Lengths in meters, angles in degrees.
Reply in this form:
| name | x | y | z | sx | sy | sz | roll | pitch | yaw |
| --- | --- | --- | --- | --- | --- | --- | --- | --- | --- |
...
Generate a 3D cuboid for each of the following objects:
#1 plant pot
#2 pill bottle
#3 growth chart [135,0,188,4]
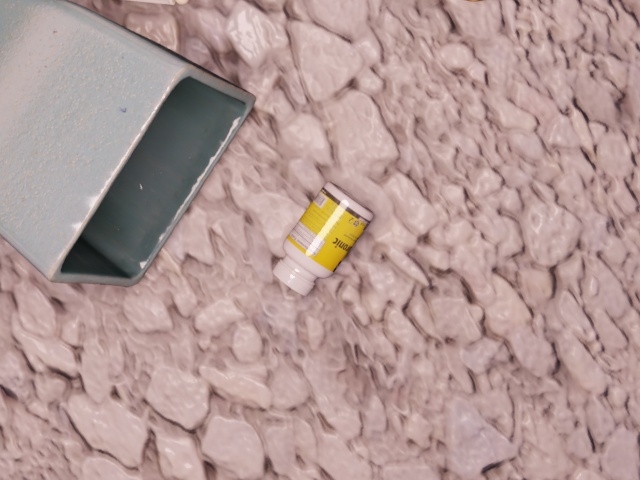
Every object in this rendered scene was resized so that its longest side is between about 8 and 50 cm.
| name | x | y | z | sx | sy | sz | roll | pitch | yaw |
| --- | --- | --- | --- | --- | --- | --- | --- | --- | --- |
| plant pot | -0.260 | -0.125 | 1.730 | 0.252 | 0.247 | 0.248 | 35 | 96 | 14 |
| pill bottle | 0.000 | 0.000 | 1.821 | 0.065 | 0.065 | 0.116 | 36 | 96 | -4 |
| growth chart | -0.214 | -0.335 | 1.715 | 0.172 | 0.021 | 0.237 | 17 | 139 | 20 |
